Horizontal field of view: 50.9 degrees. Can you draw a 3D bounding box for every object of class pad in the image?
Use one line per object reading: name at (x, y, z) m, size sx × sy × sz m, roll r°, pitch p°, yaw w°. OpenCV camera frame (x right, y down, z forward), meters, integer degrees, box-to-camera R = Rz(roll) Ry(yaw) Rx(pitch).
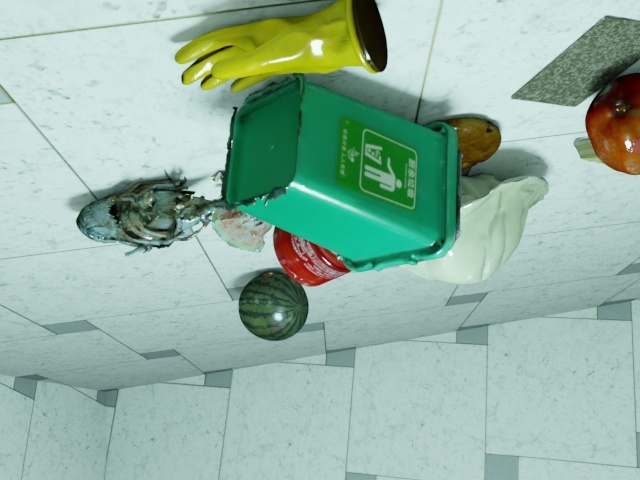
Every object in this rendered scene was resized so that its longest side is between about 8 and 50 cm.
pad at (0.456, -0.296, 1.141) m, size 0.158 × 0.003 × 0.235 m, roll 1°, pitch 159°, yaw -24°

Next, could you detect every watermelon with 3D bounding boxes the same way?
watermelon at (-0.140, 0.194, 1.990) m, size 0.212 × 0.212 × 0.212 m, roll -7°, pitch 161°, yaw -2°
watermelon at (-0.160, -0.048, 1.521) m, size 0.139 × 0.071 × 0.187 m, roll -23°, pitch 148°, yaw 20°

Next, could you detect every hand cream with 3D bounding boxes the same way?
hand cream at (0.000, 0.000, 1.523) m, size 0.193 × 0.193 × 0.125 m, roll 11°, pitch 154°, yaw -42°

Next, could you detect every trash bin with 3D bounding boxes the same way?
trash bin at (0.031, -0.107, 1.161) m, size 0.381 × 0.259 × 0.295 m, roll 19°, pitch 158°, yaw -39°

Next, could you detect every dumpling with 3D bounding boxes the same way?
dumpling at (0.361, -0.044, 1.500) m, size 0.394 × 0.233 × 0.315 m, roll -15°, pitch 162°, yaw -25°

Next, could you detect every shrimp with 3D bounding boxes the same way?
shrimp at (-0.325, -0.035, 1.332) m, size 0.371 × 0.172 × 0.137 m, roll -9°, pitch 156°, yaw 26°

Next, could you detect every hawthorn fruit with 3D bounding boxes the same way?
hawthorn fruit at (0.555, -0.209, 1.170) m, size 0.185 × 0.185 × 0.202 m, roll -24°, pitch 150°, yaw 38°

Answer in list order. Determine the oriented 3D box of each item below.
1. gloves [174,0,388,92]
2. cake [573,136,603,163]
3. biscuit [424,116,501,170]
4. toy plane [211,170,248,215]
gloves at (-0.064, -0.255, 0.935) m, size 0.294 × 0.116 × 0.133 m, roll -9°, pitch 154°, yaw 23°
cake at (0.589, -0.188, 1.421) m, size 0.121 × 0.052 × 0.065 m, roll -6°, pitch 163°, yaw -7°
biscuit at (0.255, -0.181, 1.337) m, size 0.212 × 0.036 × 0.212 m, roll -5°, pitch 160°, yaw -2°
toy plane at (-0.136, -0.116, 1.337) m, size 0.135 × 0.062 × 0.188 m, roll 29°, pitch 144°, yaw -17°
